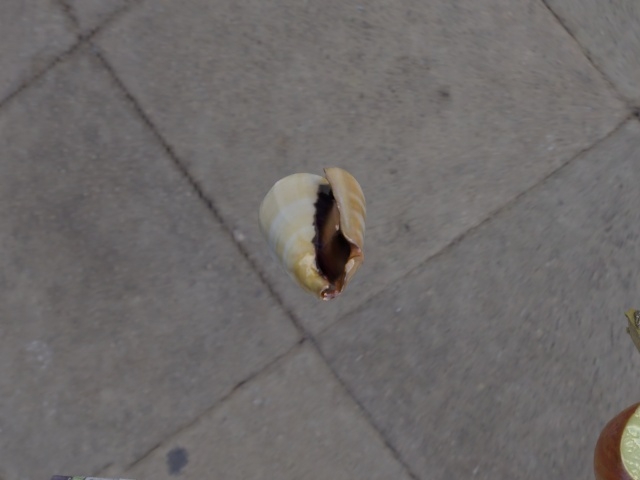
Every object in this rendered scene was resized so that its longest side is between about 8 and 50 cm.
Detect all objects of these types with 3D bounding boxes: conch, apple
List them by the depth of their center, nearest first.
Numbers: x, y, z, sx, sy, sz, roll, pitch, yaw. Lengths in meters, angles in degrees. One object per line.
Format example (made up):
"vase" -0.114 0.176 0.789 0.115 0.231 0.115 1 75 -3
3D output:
"conch" 0.006 0.006 1.636 0.158 0.255 0.127 -33 128 12
"apple" 0.456 0.309 1.661 0.195 0.173 0.160 6 126 -4

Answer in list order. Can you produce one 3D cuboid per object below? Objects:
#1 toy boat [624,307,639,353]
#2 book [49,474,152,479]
"toy boat" 0.426 0.111 1.347 0.200 0.077 0.057 12 140 28
"book" -0.231 0.365 1.647 0.231 0.026 0.157 -5 129 30
